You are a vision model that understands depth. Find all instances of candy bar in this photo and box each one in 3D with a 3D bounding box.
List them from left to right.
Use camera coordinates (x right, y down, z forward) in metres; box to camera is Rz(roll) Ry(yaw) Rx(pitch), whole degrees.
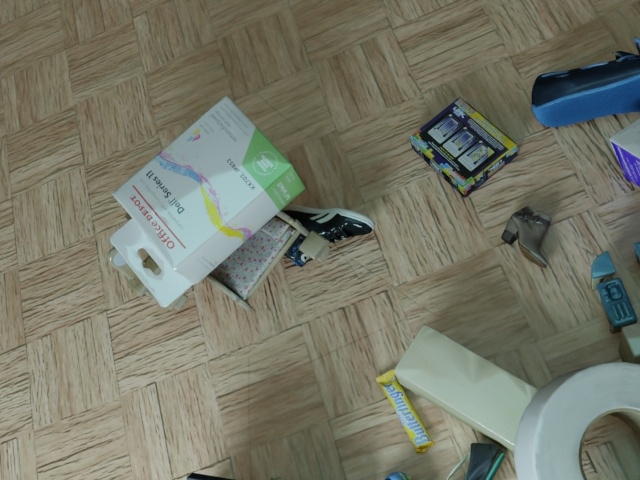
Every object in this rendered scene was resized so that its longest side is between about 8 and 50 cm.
[{"bbox_3d":[0.152,0.304,1.373,0.040,0.018,0.161,-30,59,2],"label":"candy bar"}]

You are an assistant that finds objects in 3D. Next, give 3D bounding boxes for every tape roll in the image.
[{"bbox_3d":[0.443,0.329,1.160,0.286,0.100,0.286,1,75,-4],"label":"tape roll"}]

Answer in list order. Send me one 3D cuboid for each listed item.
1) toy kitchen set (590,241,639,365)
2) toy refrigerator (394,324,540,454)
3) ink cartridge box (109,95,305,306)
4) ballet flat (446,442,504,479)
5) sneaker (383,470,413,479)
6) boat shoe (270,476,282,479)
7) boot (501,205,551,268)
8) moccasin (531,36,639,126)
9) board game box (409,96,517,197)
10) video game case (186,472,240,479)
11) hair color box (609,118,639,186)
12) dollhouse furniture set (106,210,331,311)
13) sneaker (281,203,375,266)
[{"bbox_3d":[0.556,0.094,1.280,0.166,0.122,0.207,-19,61,9],"label":"toy kitchen set"},{"bbox_3d":[0.268,0.261,1.312,0.269,0.094,0.102,29,75,25],"label":"toy refrigerator"},{"bbox_3d":[-0.231,-0.068,1.431,0.353,0.119,0.207,-42,71,-3],"label":"ink cartridge box"},{"bbox_3d":[0.231,0.420,1.261,0.074,0.074,0.203,20,66,26],"label":"ballet flat"},{"bbox_3d":[0.153,0.476,1.271,0.078,0.067,0.188,-42,59,20],"label":"sneaker"},{"bbox_3d":[-0.072,0.468,1.326,0.302,0.113,0.103,-1,44,20],"label":"boat shoe"},{"bbox_3d":[0.397,-0.012,1.433,0.087,0.042,0.118,-44,60,-8],"label":"boot"},{"bbox_3d":[0.573,-0.317,1.470,0.341,0.138,0.117,-7,59,14],"label":"moccasin"},{"bbox_3d":[0.286,-0.189,1.553,0.141,0.048,0.170,-38,59,-4],"label":"board game box"},{"bbox_3d":[-0.125,0.527,1.268,0.196,0.026,0.274,3,101,20],"label":"video game case"},{"bbox_3d":[0.657,-0.127,1.273,0.185,0.110,0.339,-34,27,5],"label":"hair color box"},{"bbox_3d":[-0.214,0.025,1.490,0.355,0.174,0.303,30,81,42],"label":"dollhouse furniture set"},{"bbox_3d":[0.000,0.000,1.545,0.216,0.079,0.121,7,70,30],"label":"sneaker"}]
